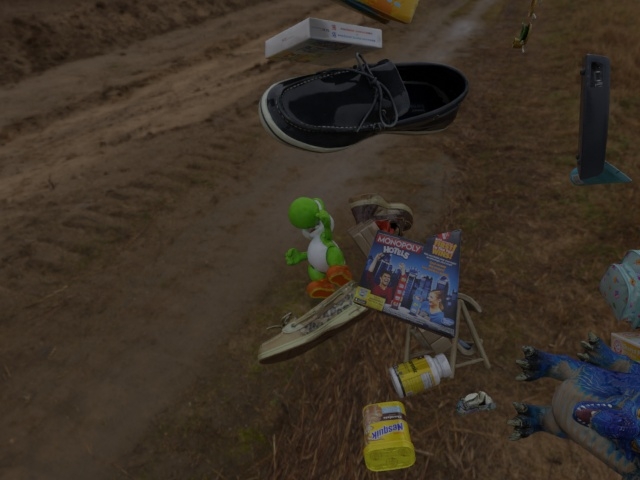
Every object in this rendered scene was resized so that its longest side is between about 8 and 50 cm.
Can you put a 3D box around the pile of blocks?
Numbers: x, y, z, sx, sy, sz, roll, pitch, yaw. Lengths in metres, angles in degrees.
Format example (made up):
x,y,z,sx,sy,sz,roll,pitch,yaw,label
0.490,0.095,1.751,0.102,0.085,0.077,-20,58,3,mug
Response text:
x,y,z,sx,sy,sz,roll,pitch,yaw,label
0.208,0.086,1.203,0.112,0.149,0.362,-35,78,1,pile of blocks

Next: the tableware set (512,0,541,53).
x,y,z,sx,sy,sz,roll,pitch,yaw,label
0.451,-0.492,1.114,0.024,0.154,0.104,13,37,8,tableware set

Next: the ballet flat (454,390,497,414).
x,y,z,sx,sy,sz,roll,pitch,yaw,label
0.326,0.333,1.058,0.114,0.041,0.041,3,26,-33,ballet flat

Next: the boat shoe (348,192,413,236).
x,y,z,sx,sy,sz,roll,pitch,yaw,label
0.197,-0.051,1.576,0.123,0.123,0.342,-14,-15,27,boat shoe

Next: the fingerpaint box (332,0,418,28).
x,y,z,sx,sy,sz,roll,pitch,yaw,label
0.058,-0.634,0.824,0.371,0.445,0.163,19,17,-8,fingerpaint box

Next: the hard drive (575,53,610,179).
x,y,z,sx,sy,sz,roll,pitch,yaw,label
0.592,-0.271,1.118,0.054,0.255,0.172,2,17,24,hard drive

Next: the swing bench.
x,y,z,sx,sy,sz,roll,pitch,yaw,label
0.377,0.279,1.626,0.165,0.255,0.253,-8,-1,-24,swing bench

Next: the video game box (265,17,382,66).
x,y,z,sx,sy,sz,roll,pitch,yaw,label
0.002,-0.437,1.145,0.187,0.048,0.205,-8,9,-32,video game box

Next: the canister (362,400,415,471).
x,y,z,sx,sy,sz,roll,pitch,yaw,label
0.172,0.504,1.337,0.126,0.073,0.170,-10,22,5,canister

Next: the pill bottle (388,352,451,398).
x,y,z,sx,sy,sz,roll,pitch,yaw,label
0.204,0.272,1.045,0.116,0.065,0.065,-19,34,-2,pill bottle

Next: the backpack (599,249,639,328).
x,y,z,sx,sy,sz,roll,pitch,yaw,label
0.817,0.114,1.309,0.144,0.188,0.166,4,42,-2,backpack

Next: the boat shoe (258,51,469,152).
x,y,z,sx,sy,sz,roll,pitch,yaw,label
0.108,-0.302,1.091,0.500,0.156,0.187,-10,75,-26,boat shoe

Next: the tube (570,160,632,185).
x,y,z,sx,sy,sz,roll,pitch,yaw,label
0.713,-0.171,1.321,0.080,0.052,0.207,31,5,0,tube

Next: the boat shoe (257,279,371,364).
x,y,z,sx,sy,sz,roll,pitch,yaw,label
-0.021,0.190,1.166,0.285,0.104,0.089,-25,71,-15,boat shoe

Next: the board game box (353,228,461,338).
x,y,z,sx,sy,sz,roll,pitch,yaw,label
0.184,0.059,0.962,0.194,0.060,0.194,19,79,9,board game box

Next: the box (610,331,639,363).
x,y,z,sx,sy,sz,roll,pitch,yaw,label
0.816,0.296,1.246,0.114,0.103,0.203,-3,4,-1,box

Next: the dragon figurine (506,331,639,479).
x,y,z,sx,sy,sz,roll,pitch,yaw,label
0.236,0.124,0.356,0.289,0.085,0.144,7,4,-32,dragon figurine

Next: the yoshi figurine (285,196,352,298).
x,y,z,sx,sy,sz,roll,pitch,yaw,label
-0.025,-0.003,1.719,0.203,0.203,0.362,-11,58,-6,yoshi figurine
